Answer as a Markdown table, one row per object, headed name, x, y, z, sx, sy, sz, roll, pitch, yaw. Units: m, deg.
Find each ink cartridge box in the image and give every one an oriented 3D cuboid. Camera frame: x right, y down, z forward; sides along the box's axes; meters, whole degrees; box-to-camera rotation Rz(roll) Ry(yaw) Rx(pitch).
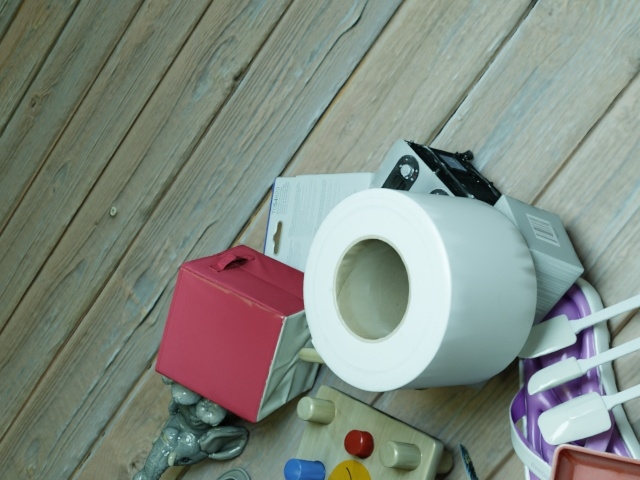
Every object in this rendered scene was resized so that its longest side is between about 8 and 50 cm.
| name | x | y | z | sx | sy | sz | roll | pitch | yaw |
| --- | --- | --- | --- | --- | --- | --- | --- | --- | --- |
| ink cartridge box | 0.000 | 0.000 | 1.743 | 0.224 | 0.045 | 0.223 | 2 | 80 | 43 |

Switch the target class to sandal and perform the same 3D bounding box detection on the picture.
| name | x | y | z | sx | sy | sz | roll | pitch | yaw |
| --- | --- | --- | --- | --- | --- | --- | --- | --- | --- |
| sandal | 0.305 | 0.235 | 1.337 | 0.169 | 0.102 | 0.416 | -29 | 56 | 35 |

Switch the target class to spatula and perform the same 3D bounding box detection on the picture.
| name | x | y | z | sx | sy | sz | roll | pitch | yaw |
| --- | --- | --- | --- | --- | --- | --- | --- | --- | --- |
| spatula | 0.365 | 0.143 | 1.296 | 0.242 | 0.019 | 0.168 | -22 | 46 | 7 |

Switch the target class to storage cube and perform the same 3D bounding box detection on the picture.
| name | x | y | z | sx | sy | sz | roll | pitch | yaw |
| --- | --- | --- | --- | --- | --- | --- | --- | --- | --- |
| storage cube | -0.112 | 0.141 | 1.643 | 0.193 | 0.184 | 0.214 | 24 | 110 | 23 |

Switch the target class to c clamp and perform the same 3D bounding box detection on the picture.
| name | x | y | z | sx | sy | sz | roll | pitch | yaw |
| --- | --- | --- | --- | --- | --- | --- | --- | --- | --- |
| c clamp | -0.161 | 0.465 | 1.772 | 0.137 | 0.022 | 0.160 | -20 | 65 | 39 |

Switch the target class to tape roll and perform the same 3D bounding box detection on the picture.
| name | x | y | z | sx | sy | sz | roll | pitch | yaw |
| --- | --- | --- | --- | --- | --- | --- | --- | --- | --- |
| tape roll | 0.120 | 0.062 | 1.307 | 0.246 | 0.169 | 0.246 | -4 | 84 | 46 |

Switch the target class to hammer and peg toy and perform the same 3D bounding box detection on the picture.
| name | x | y | z | sx | sy | sz | roll | pitch | yaw |
| --- | --- | --- | --- | --- | --- | --- | --- | --- | --- |
| hammer and peg toy | 0.061 | 0.314 | 1.533 | 0.266 | 0.127 | 0.361 | 18 | 90 | 48 |

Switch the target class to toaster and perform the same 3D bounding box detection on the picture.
| name | x | y | z | sx | sy | sz | roll | pitch | yaw |
| --- | --- | --- | --- | --- | --- | --- | --- | --- | --- |
| toaster | 0.183 | -0.051 | 1.507 | 0.110 | 0.186 | 0.168 | -54 | 54 | 24 |

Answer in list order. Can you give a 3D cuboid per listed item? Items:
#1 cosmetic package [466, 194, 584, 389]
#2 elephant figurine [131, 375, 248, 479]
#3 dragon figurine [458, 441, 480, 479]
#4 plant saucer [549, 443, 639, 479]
| name | x | y | z | sx | sy | sz | roll | pitch | yaw |
| --- | --- | --- | --- | --- | --- | --- | --- | --- | --- |
| cosmetic package | 0.229 | 0.072 | 1.412 | 0.238 | 0.107 | 0.127 | -57 | 26 | 31 |
| elephant figurine | -0.208 | 0.308 | 1.784 | 0.169 | 0.186 | 0.239 | -83 | 4 | -60 |
| dragon figurine | 0.244 | 0.406 | 1.356 | 0.144 | 0.085 | 0.289 | -7 | 78 | 40 |
| plant saucer | 0.379 | 0.383 | 1.204 | 0.259 | 0.048 | 0.259 | 9 | 87 | 20 |
